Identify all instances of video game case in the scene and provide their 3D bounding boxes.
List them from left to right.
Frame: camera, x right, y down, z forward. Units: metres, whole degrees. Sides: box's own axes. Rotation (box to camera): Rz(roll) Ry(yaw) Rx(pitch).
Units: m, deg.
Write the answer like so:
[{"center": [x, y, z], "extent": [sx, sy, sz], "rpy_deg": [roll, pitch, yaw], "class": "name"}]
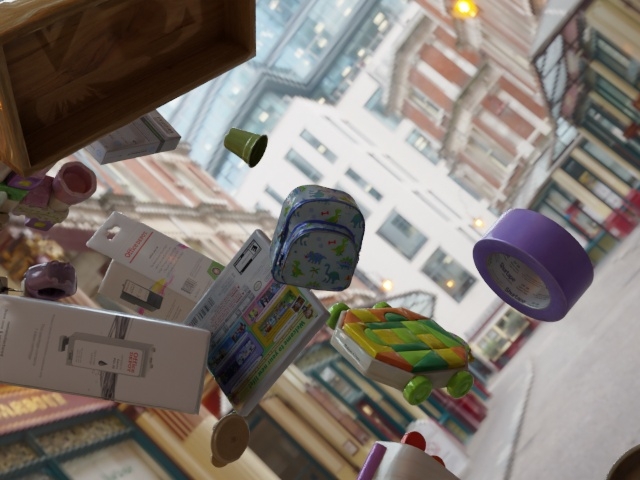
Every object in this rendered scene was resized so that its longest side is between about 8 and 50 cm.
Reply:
[{"center": [-0.104, 0.122, 1.319], "extent": [0.212, 0.193, 0.023], "rpy_deg": [-51, -34, 16], "class": "video game case"}]

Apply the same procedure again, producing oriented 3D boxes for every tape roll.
[{"center": [0.352, 0.042, 1.458], "extent": [0.080, 0.189, 0.189], "rpy_deg": [-44, -14, -21], "class": "tape roll"}]

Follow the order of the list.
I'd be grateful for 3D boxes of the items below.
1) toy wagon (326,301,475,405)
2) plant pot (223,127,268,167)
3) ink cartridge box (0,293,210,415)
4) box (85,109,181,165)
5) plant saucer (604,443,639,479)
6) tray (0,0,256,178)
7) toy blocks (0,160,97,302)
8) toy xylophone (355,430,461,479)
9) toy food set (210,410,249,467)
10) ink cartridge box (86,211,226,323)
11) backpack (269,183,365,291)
[{"center": [0.181, 0.206, 1.708], "extent": [0.345, 0.267, 0.068], "rpy_deg": [1, -62, -41], "class": "toy wagon"}, {"center": [-0.173, -0.216, 1.970], "extent": [0.083, 0.079, 0.083], "rpy_deg": [-56, -17, -27], "class": "plant pot"}, {"center": [-0.300, 0.157, 1.226], "extent": [0.207, 0.283, 0.117], "rpy_deg": [148, 132, -81], "class": "ink cartridge box"}, {"center": [-0.372, -0.213, 1.621], "extent": [0.186, 0.145, 0.038], "rpy_deg": [-22, -28, -52], "class": "box"}, {"center": [0.670, 0.506, 1.638], "extent": [0.278, 0.278, 0.041], "rpy_deg": [-45, -39, -12], "class": "plant saucer"}, {"center": [-0.256, -0.267, 1.159], "extent": [0.411, 0.076, 0.202], "rpy_deg": [-36, -34, -33], "class": "tray"}, {"center": [-0.473, -0.088, 1.315], "extent": [0.289, 0.308, 0.260], "rpy_deg": [12, -30, -38], "class": "toy blocks"}, {"center": [0.173, 0.448, 1.300], "extent": [0.081, 0.322, 0.236], "rpy_deg": [-25, 22, 53], "class": "toy xylophone"}, {"center": [-0.146, 0.318, 1.405], "extent": [0.083, 0.020, 0.083], "rpy_deg": [-20, -73, -43], "class": "toy food set"}, {"center": [-0.416, 0.088, 2.212], "extent": [0.119, 0.354, 0.207], "rpy_deg": [-59, 5, 30], "class": "ink cartridge box"}, {"center": [0.000, 0.000, 1.009], "extent": [0.084, 0.105, 0.114], "rpy_deg": [-109, 31, -65], "class": "backpack"}]
